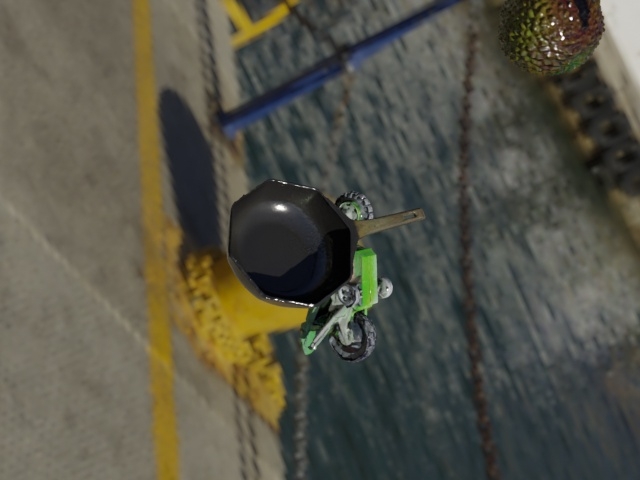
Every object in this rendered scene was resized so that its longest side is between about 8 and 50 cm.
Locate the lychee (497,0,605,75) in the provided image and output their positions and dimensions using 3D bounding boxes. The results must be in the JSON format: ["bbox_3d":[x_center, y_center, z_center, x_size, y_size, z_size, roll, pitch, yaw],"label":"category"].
[{"bbox_3d":[0.329,-0.311,2.259,0.171,0.171,0.171,57,18,-29],"label":"lychee"}]

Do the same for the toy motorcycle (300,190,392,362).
[{"bbox_3d":[0.016,0.039,1.714,0.074,0.106,0.190,-11,103,-52],"label":"toy motorcycle"}]

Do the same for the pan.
[{"bbox_3d":[0.000,0.015,1.513,0.202,0.048,0.128,12,65,-19],"label":"pan"}]
